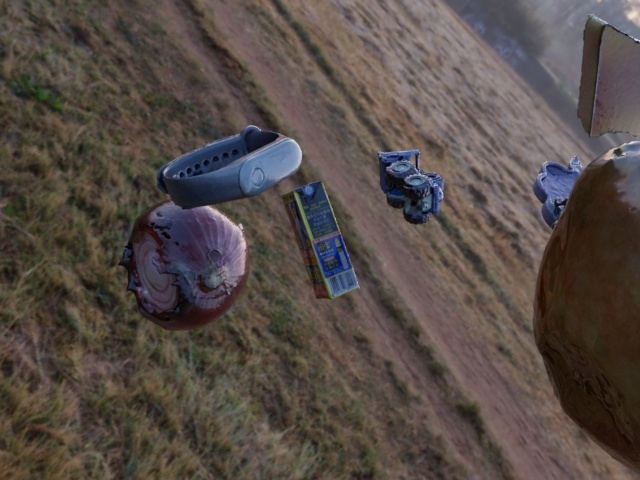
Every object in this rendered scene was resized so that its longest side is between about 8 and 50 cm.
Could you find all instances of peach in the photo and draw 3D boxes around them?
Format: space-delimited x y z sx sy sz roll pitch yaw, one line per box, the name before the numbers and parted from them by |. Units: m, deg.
peach | 0.251 0.040 0.466 0.236 0.214 0.214 63 18 -21

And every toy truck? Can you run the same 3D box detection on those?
toy truck | 0.228 -0.147 1.737 0.208 0.126 0.113 49 -24 44

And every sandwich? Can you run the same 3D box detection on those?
sandwich | 0.456 -0.243 1.085 0.192 0.163 0.058 15 28 -28

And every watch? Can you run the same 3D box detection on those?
watch | -0.139 -0.116 1.071 0.206 0.192 0.068 -40 125 -44

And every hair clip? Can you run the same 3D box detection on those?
hair clip | 0.283 -0.043 0.718 0.124 0.052 0.195 50 40 11

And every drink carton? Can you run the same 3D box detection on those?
drink carton | 0.000 0.000 1.008 0.056 0.071 0.166 -19 93 -21

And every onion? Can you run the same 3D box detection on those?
onion | -0.331 0.055 1.773 0.341 0.341 0.341 37 26 -21
